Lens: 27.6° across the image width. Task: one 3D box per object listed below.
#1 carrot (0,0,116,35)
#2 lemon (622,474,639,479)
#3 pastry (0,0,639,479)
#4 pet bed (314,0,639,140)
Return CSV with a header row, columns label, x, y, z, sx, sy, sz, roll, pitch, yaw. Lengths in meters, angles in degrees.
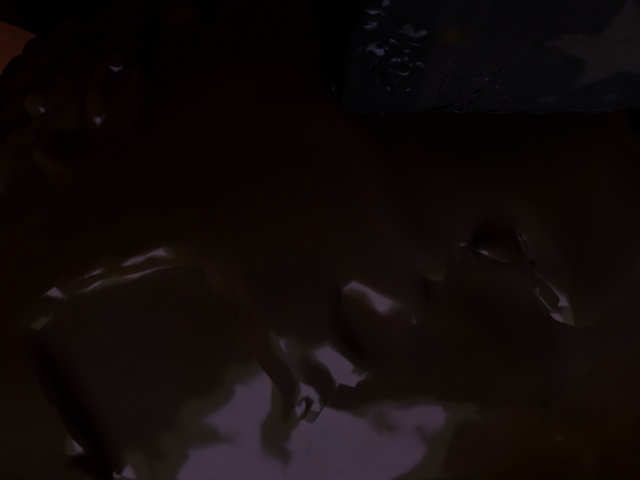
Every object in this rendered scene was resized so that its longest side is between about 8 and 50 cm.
label,x,y,z,sx,sy,sz,roll,pitch,yaw
carrot,-0.211,-0.169,0.563,0.342,0.070,0.070,27,149,-34
lemon,0.235,0.373,1.281,0.364,0.364,0.364,6,155,3
pastry,0.000,0.000,0.579,0.409,0.245,0.409,-17,178,-1
pet bed,0.081,-0.151,0.350,0.159,0.211,0.183,0,155,-7
